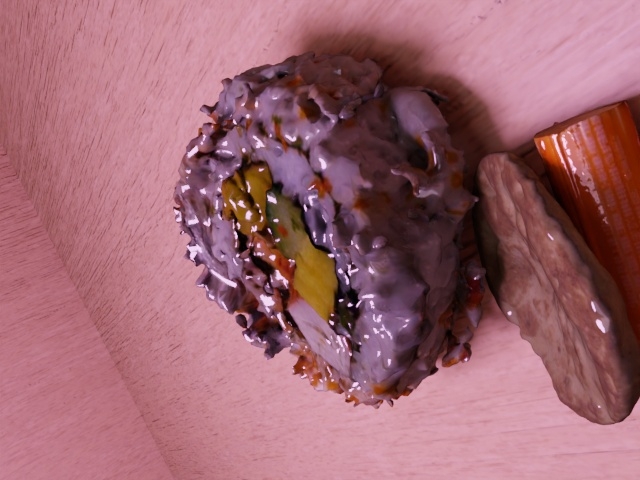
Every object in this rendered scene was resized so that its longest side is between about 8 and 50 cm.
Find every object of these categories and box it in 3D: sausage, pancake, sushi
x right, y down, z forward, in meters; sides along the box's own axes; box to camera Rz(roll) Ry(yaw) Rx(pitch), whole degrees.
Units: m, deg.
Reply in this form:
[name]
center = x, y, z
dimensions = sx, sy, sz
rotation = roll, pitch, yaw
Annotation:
[sausage]
center = 0.235, 0.015, 0.513
dimensions = 0.071, 0.071, 0.234
rotation = -12, 102, 57
[pancake]
center = 0.184, 0.035, 0.546
dimensions = 0.236, 0.042, 0.222
rotation = -111, 4, -67
[sushi]
center = 0.002, -0.001, 0.731
dimensions = 0.417, 0.175, 0.418
rotation = 34, 137, 39
